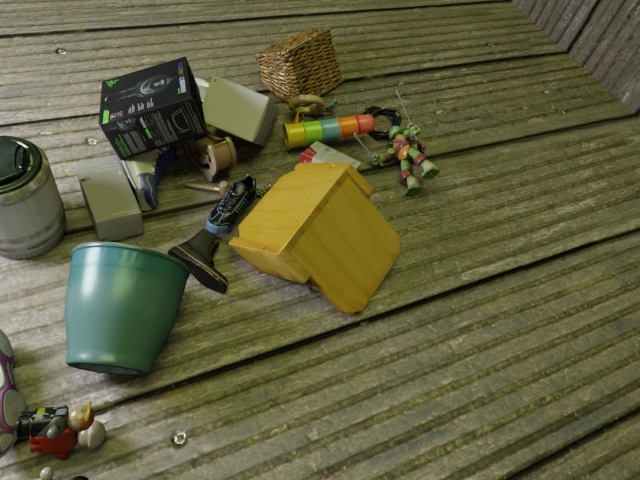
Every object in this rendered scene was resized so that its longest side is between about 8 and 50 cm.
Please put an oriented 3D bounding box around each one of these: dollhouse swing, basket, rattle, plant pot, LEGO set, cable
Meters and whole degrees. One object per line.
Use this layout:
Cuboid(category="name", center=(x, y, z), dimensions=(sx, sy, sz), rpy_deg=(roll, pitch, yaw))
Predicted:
Cuboid(category="dollhouse swing", center=(0.000, 0.000, 1.472), dimensions=(0.315, 0.305, 0.347), rpy_deg=(10, 55, 46))
Cuboid(category="basket", center=(-0.090, -0.672, 1.979), dimensions=(0.213, 0.223, 0.299), rpy_deg=(12, 43, 40))
Cuboid(category="rattle", center=(-0.015, -0.452, 1.846), dimensions=(0.199, 0.130, 0.143), rpy_deg=(6, 59, -42))
Cuboid(category="plant pot", center=(-0.461, 0.172, 1.166), dimensions=(0.271, 0.272, 0.255), rpy_deg=(8, 68, -7))
Cuboid(category="LEGO set", center=(-0.182, -0.162, 1.614), dimensions=(0.054, 0.023, 0.083), rpy_deg=(20, 52, 3))
Cuboid(category="cable", center=(0.229, -0.452, 1.911), dimensions=(0.150, 0.047, 0.184), rpy_deg=(19, 52, 2))

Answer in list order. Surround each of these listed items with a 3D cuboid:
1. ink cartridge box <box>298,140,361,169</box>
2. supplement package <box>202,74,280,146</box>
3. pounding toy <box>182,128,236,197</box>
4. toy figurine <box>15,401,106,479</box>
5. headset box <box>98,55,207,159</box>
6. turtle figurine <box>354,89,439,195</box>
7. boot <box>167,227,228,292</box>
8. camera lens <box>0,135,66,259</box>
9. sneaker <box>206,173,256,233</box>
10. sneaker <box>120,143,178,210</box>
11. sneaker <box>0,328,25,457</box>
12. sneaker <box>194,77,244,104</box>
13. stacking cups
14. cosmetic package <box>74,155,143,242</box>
Cuboid(category="ink cartridge box", center=(0.029, -0.245, 1.674), dimensions=(0.175, 0.072, 0.127), rpy_deg=(28, 35, 9))
Cuboid(category="supplement package", center=(-0.260, -0.414, 1.645), dimensions=(0.194, 0.149, 0.203), rpy_deg=(23, 7, 3))
Cuboid(category="pounding toy", center=(-0.364, -0.257, 1.564), dimensions=(0.155, 0.154, 0.269), rpy_deg=(-30, 64, -30))
Cuboid(category="toy figurine", center=(-0.498, 0.432, 0.978), dimensions=(0.148, 0.209, 0.213), rpy_deg=(2, 54, -18))
Cuboid(category="headset box", center=(-0.495, -0.386, 1.470), dimensions=(0.283, 0.131, 0.246), rpy_deg=(-17, 48, -1))
Cuboid(category="turtle figurine", center=(0.263, -0.301, 1.715), dimensions=(0.197, 0.274, 0.266), rpy_deg=(-30, 64, 8))
Cuboid(category="boot", center=(-0.303, 0.046, 1.403), dimensions=(0.198, 0.077, 0.137), rpy_deg=(35, 49, 13))
Cuboid(category="camera lens", center=(-0.785, -0.109, 1.281), dimensions=(0.219, 0.274, 0.219), rpy_deg=(6, 52, -8))
Cuboid(category="sneaker", center=(-0.264, -0.115, 1.501), dimensions=(0.081, 0.090, 0.232), rpy_deg=(24, 43, 7))
Cuboid(category="sneaker", center=(-0.514, -0.253, 1.545), dimensions=(0.182, 0.127, 0.316), rpy_deg=(-15, 57, -20))
Cuboid(category="sneaker", center=(-0.732, 0.336, 1.080), dimensions=(0.152, 0.114, 0.305), rpy_deg=(-25, 57, -12))
Cuboid(category="sneaker", center=(-0.356, -0.485, 1.788), dimensions=(0.262, 0.099, 0.121), rpy_deg=(12, 59, 6))
Cuboid(category="stacking cups", center=(0.030, -0.381, 1.765), dimensions=(0.316, 0.096, 0.096), rpy_deg=(-10, 56, -13))
Cuboid(category="cosmetic package", center=(-0.602, -0.118, 1.439), dimensions=(0.127, 0.107, 0.238), rpy_deg=(-19, 56, -27))
